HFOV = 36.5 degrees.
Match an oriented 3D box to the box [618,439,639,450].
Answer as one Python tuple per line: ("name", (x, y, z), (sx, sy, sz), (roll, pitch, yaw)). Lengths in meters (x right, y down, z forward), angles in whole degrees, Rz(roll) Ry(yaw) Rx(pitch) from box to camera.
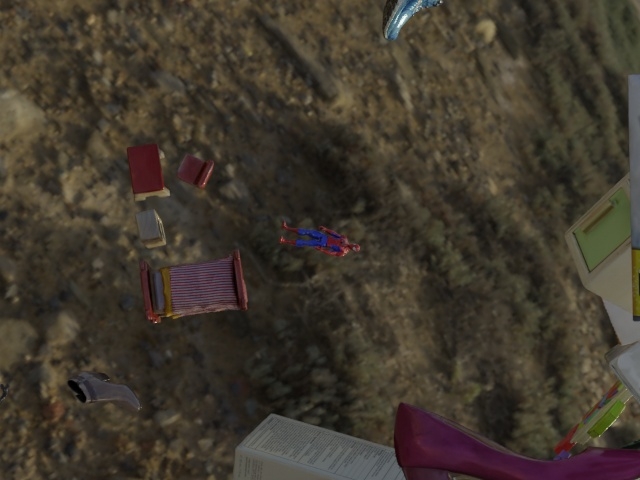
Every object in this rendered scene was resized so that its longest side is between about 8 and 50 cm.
("box", (0.462, 0.484, 1.584), (0.322, 0.058, 0.232), (-13, 87, -31))

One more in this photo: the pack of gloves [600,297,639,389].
("pack of gloves", (0.523, 0.140, 1.334), (0.046, 0.232, 0.195), (88, -12, -59))

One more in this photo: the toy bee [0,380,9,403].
("toy bee", (-0.555, 0.291, 1.315), (0.162, 0.195, 0.298), (26, 12, -14))

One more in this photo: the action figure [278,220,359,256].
("action figure", (0.000, 0.000, 1.386), (0.115, 0.030, 0.038), (12, 65, -8))

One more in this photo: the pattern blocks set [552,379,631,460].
("pattern blocks set", (0.559, 0.319, 1.883), (0.026, 0.325, 0.285), (43, 11, 12))

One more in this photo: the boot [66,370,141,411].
("boot", (-0.376, 0.264, 1.663), (0.118, 0.042, 0.087), (31, 17, 22))

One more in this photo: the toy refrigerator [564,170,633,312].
("toy refrigerator", (0.410, -0.048, 1.113), (0.094, 0.269, 0.102), (26, 34, -23))

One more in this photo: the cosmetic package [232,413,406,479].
("cosmetic package", (0.015, 0.423, 1.721), (0.160, 0.310, 0.113), (-33, 133, -62))

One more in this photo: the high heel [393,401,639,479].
("high heel", (0.298, 0.301, 1.439), (0.127, 0.378, 0.181), (63, 18, -72))

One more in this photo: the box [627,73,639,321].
("box", (0.367, -0.041, 0.886), (0.044, 0.159, 0.233), (-18, 106, -66))

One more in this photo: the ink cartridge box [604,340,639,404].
("ink cartridge box", (0.568, 0.175, 1.536), (0.117, 0.201, 0.278), (54, 9, 12))

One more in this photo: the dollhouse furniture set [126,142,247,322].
("dollhouse furniture set", (-0.274, -0.026, 1.962), (0.152, 0.201, 0.373), (108, -28, -81))

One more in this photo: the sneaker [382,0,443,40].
("sneaker", (0.148, -0.362, 1.466), (0.073, 0.162, 0.063), (23, 40, -17))
